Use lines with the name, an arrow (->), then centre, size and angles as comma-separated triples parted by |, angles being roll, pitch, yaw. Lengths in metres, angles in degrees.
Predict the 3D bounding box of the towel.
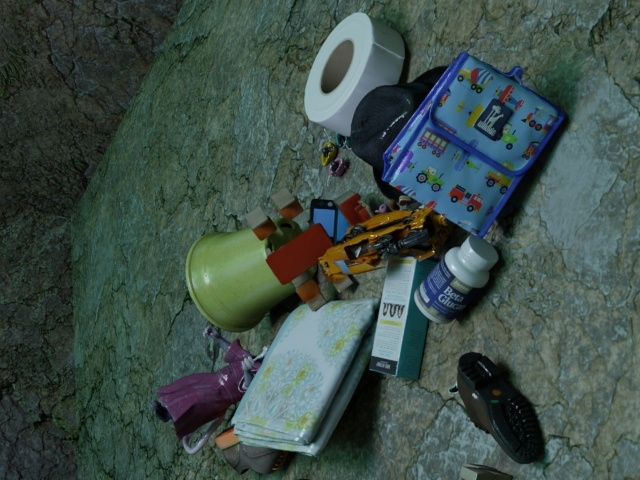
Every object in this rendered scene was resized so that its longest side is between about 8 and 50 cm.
towel -> -0.023, 0.296, 2.021 | 0.320, 0.090, 0.374 | -7, 49, 55

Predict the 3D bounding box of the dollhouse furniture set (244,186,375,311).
dollhouse furniture set -> 0.000, 0.000, 2.049 | 0.259, 0.262, 0.135 | -35, 24, -2

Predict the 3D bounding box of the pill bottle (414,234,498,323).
pill bottle -> 0.260, 0.072, 1.723 | 0.169, 0.094, 0.094 | -55, 36, 33

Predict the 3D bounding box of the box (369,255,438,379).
box -> 0.171, 0.157, 1.872 | 0.100, 0.060, 0.244 | 2, 80, 60

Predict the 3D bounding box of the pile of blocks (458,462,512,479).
pile of blocks -> 0.286, 0.520, 1.484 | 0.149, 0.112, 0.362 | -60, 34, 27

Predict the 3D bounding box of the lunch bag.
lunch bag -> 0.282, -0.192, 1.655 | 0.293, 0.221, 0.138 | -56, 10, 24

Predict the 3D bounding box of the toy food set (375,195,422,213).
toy food set -> 0.167, -0.068, 1.945 | 0.122, 0.077, 0.019 | 143, 135, -61

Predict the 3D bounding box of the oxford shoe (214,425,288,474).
oxford shoe -> -0.103, 0.480, 2.189 | 0.363, 0.130, 0.133 | -27, 88, 45

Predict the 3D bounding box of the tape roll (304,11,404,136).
tape roll -> 0.078, -0.397, 2.177 | 0.286, 0.100, 0.286 | -41, 37, 41

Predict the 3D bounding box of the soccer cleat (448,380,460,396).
soccer cleat -> 0.271, 0.265, 1.686 | 0.083, 0.035, 0.029 | -48, 40, 40

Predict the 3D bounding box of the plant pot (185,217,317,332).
plant pot -> -0.155, 0.066, 2.297 | 0.254, 0.276, 0.276 | -26, 56, 40

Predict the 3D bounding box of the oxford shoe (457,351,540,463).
oxford shoe -> 0.309, 0.305, 1.584 | 0.227, 0.082, 0.096 | -118, 25, -45

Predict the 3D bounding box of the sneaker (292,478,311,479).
sneaker -> -0.095, 0.626, 2.115 | 0.300, 0.111, 0.121 | -36, 59, 56

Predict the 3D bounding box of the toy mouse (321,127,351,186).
toy mouse -> 0.050, -0.215, 2.254 | 0.143, 0.031, 0.161 | -13, 68, 58

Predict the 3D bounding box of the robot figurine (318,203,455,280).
robot figurine -> 0.148, -0.004, 1.860 | 0.291, 0.085, 0.211 | -15, 20, 39

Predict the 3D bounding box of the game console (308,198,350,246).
game console -> 0.027, -0.049, 2.192 | 0.071, 0.107, 0.122 | 104, 170, -73

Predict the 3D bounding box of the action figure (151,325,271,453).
action figure -> -0.221, 0.369, 2.248 | 0.248, 0.370, 0.276 | -123, 10, -65

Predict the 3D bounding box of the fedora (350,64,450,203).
fedora -> 0.170, -0.239, 1.941 | 0.334, 0.152, 0.334 | -30, 54, 52
